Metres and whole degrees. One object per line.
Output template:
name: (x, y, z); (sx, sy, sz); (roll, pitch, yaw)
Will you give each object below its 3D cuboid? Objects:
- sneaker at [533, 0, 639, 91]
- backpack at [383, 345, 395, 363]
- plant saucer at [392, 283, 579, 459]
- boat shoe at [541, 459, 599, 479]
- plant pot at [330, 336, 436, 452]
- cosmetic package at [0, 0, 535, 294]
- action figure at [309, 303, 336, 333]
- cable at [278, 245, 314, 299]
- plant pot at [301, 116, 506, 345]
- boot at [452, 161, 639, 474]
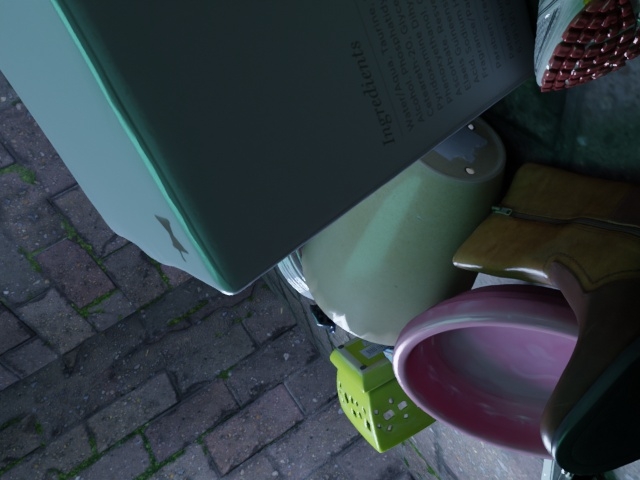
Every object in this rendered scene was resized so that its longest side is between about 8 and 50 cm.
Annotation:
sneaker: (0.202, -0.203, 0.406); (0.225, 0.088, 0.093); (81, 174, -57)
backpack: (0.239, 0.279, 1.221); (0.173, 0.117, 0.158); (56, 167, -5)
plant saucer: (0.257, 0.161, 0.689); (0.332, 0.084, 0.332); (15, 143, 12)
boat shoe: (0.415, 0.393, 0.926); (0.070, 0.078, 0.219); (42, 158, 51)
plant pot: (0.166, 0.349, 1.421); (0.227, 0.228, 0.207); (30, 142, 63)
cosmetic package: (-0.071, -0.215, 0.535); (0.329, 0.393, 0.327); (15, 136, 54)
action figure: (0.010, -0.013, 1.011); (0.178, 0.330, 0.341); (-29, 58, 58)
cable: (0.000, 0.000, 1.184); (0.089, 0.257, 0.257); (-19, 136, 40)
plant pot: (0.123, -0.037, 0.741); (0.256, 0.256, 0.274); (52, 150, 23)
boot: (0.206, 0.036, 0.506); (0.096, 0.264, 0.280); (37, 175, -26)
